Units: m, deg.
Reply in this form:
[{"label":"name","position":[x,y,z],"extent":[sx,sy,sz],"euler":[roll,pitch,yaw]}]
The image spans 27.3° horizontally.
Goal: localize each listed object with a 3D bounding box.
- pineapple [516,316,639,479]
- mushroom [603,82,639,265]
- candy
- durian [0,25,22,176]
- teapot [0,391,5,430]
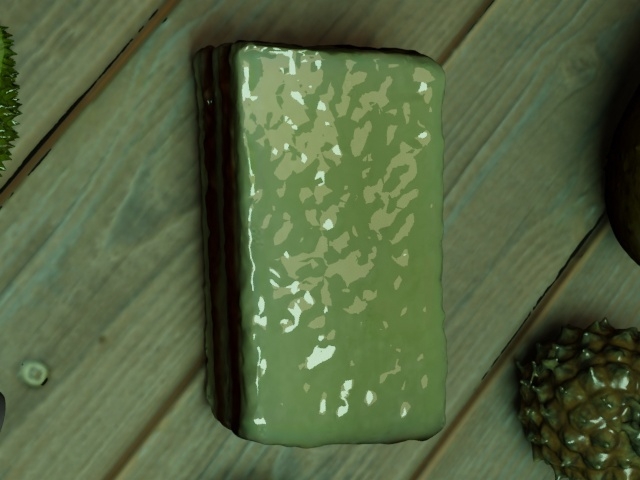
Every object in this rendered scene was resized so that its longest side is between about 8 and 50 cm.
[{"label":"pineapple","position":[0.257,0.149,1.146],"extent":[0.166,0.193,0.166],"euler":[-2,95,-18]},{"label":"mushroom","position":[0.406,-0.054,1.138],"extent":[0.331,0.334,0.356],"euler":[-16,90,-20]},{"label":"candy","position":[0.000,0.000,1.063],"extent":[0.180,0.135,0.320],"euler":[-4,98,-20]},{"label":"durian","position":[-0.288,-0.072,0.986],"extent":[0.100,0.086,0.215],"euler":[33,76,13]},{"label":"teapot","position":[-0.276,0.185,0.958],"extent":[0.148,0.146,0.116],"euler":[-31,105,-17]}]
